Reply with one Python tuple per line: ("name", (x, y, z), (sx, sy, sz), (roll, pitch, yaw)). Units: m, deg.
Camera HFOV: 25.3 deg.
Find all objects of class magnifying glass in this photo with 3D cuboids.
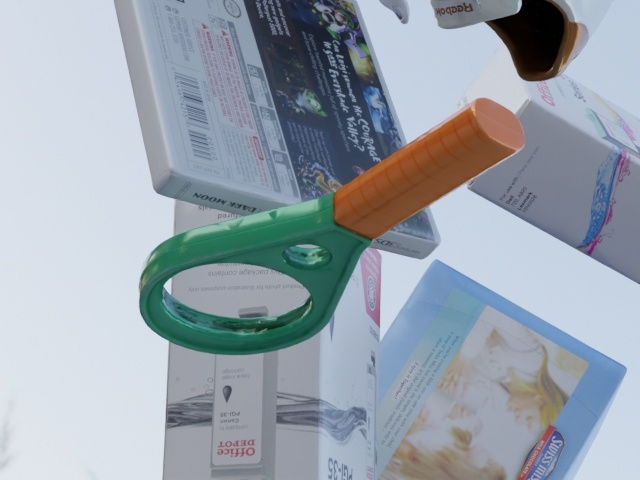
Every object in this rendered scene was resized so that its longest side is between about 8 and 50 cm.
("magnifying glass", (0.000, 0.000, 0.642), (0.092, 0.026, 0.231), (24, -40, -31))

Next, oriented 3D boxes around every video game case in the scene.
("video game case", (-0.028, -0.084, 0.769), (0.173, 0.190, 0.022), (14, -45, -36))

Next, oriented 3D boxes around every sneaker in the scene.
("sneaker", (0.092, -0.211, 0.895), (0.106, 0.123, 0.290), (0, -34, 50))

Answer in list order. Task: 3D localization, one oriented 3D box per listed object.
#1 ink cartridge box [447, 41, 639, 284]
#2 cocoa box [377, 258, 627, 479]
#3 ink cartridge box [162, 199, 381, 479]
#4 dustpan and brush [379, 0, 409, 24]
("ink cartridge box", (0.286, -0.075, 1.507), (0.278, 0.201, 0.117), (28, -68, -13))
("cocoa box", (0.122, 0.242, 1.452), (0.231, 0.347, 0.228), (30, -17, 14))
("ink cartridge box", (-0.030, 0.123, 1.054), (0.117, 0.283, 0.207), (-3, -16, 13))
("dustpan and brush", (0.016, -0.266, 1.169), (0.147, 0.060, 0.211), (124, -49, -62))
